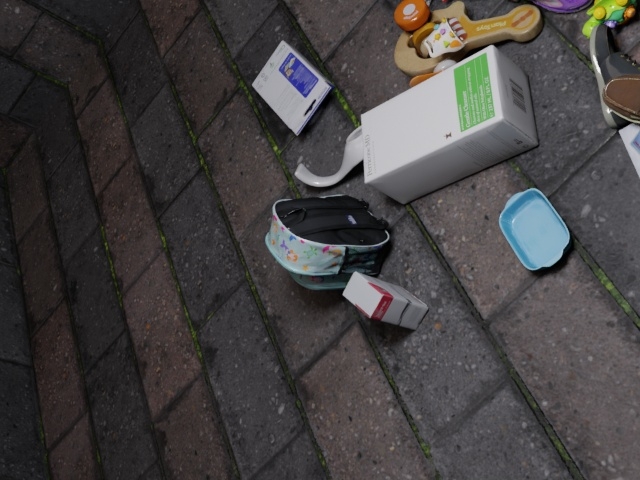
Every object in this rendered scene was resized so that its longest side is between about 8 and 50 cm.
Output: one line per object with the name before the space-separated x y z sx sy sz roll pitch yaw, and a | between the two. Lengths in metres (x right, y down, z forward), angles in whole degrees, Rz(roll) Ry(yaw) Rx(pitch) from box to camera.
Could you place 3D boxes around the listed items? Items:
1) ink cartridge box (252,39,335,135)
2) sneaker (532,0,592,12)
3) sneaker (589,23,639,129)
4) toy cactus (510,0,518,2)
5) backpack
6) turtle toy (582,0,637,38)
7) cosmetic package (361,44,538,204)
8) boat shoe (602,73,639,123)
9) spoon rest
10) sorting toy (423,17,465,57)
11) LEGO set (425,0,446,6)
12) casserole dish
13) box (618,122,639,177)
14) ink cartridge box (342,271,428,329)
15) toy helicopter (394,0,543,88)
ink cartridge box | -0.068 -0.419 2.429 0.165 0.065 0.333 -52 41 15
sneaker | 0.465 -0.548 1.855 0.236 0.104 0.095 23 110 27
sneaker | 0.600 -0.333 1.684 0.118 0.083 0.222 -18 69 35
toy cactus | 0.461 -0.632 1.962 0.219 0.112 0.180 27 102 39
backpack | 0.000 0.000 2.016 0.225 0.253 0.191 52 130 45
turtle toy | 0.585 -0.459 1.757 0.130 0.066 0.095 -30 17 33
cosmetic package | 0.276 -0.244 1.917 0.365 0.155 0.197 -24 57 36
boat shoe | 0.606 -0.253 1.536 0.257 0.095 0.095 24 93 45
spoon rest | 0.067 -0.210 2.172 0.276 0.084 0.137 -27 24 31
sorting toy | 0.268 -0.449 1.941 0.075 0.045 0.083 -38 60 27
LEGO set | 0.347 -0.663 2.143 0.244 0.060 0.182 13 72 45
casserole dish | 0.432 -0.019 1.733 0.114 0.037 0.188 -45 44 23
box | 0.652 -0.144 1.556 0.159 0.044 0.233 -33 50 31
ink cartridge box | 0.141 0.132 1.879 0.109 0.150 0.063 38 104 48
toy helicopter | 0.330 -0.453 1.984 0.355 0.140 0.235 -7 60 31
